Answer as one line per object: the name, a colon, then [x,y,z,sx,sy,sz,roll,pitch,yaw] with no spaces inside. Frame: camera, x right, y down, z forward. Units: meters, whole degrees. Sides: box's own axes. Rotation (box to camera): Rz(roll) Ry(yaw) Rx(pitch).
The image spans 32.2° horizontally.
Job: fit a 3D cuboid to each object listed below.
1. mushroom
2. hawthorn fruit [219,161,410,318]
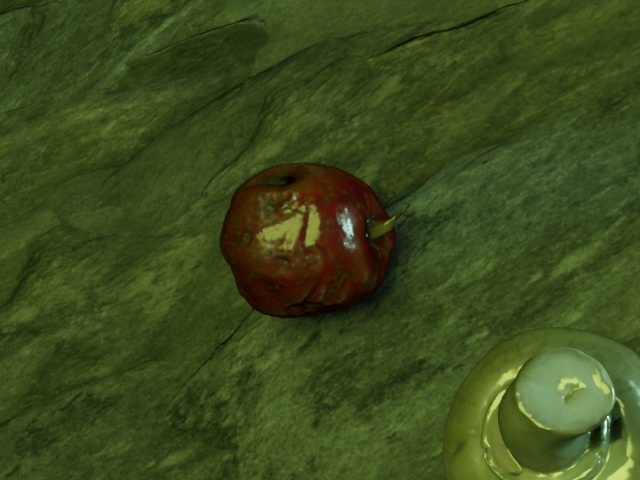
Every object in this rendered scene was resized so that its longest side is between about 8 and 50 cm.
mushroom: [0.325,0.244,1.427,0.315,0.315,0.356,55,138,31]
hawthorn fruit: [-0.021,0.003,1.714,0.262,0.258,0.258,26,87,16]
